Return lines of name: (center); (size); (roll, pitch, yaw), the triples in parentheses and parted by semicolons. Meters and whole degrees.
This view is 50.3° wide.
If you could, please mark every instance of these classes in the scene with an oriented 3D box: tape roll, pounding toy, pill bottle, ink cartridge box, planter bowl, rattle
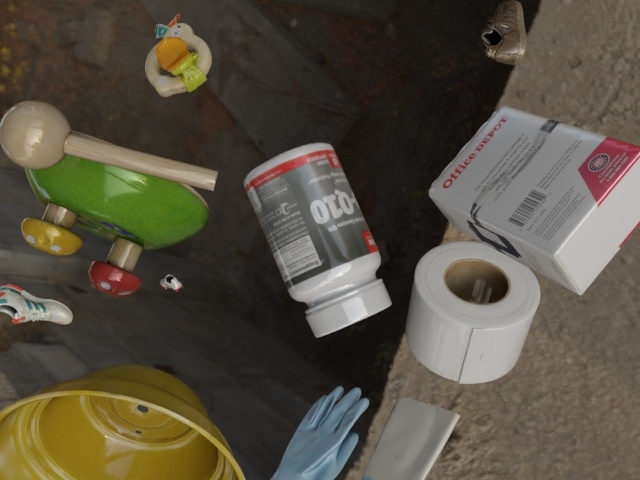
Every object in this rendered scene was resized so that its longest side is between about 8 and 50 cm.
tape roll: (0.302, 0.141, 1.379); (0.246, 0.246, 0.169); (43, 145, 36)
pounding toy: (-0.201, -0.018, 0.614); (0.237, 0.183, 0.110); (149, 143, -72)
pill bottle: (0.000, 0.000, 1.104); (0.161, 0.161, 0.283); (-27, 84, 35)
ink cartridge box: (0.288, -0.063, 0.902); (0.172, 0.100, 0.237); (-49, 39, -4)
planter bowl: (-0.162, 0.172, 0.580); (0.217, 0.217, 0.090); (-43, 21, 28)
rattle: (-0.280, -0.369, 1.223); (0.130, 0.143, 0.199); (-21, 64, 22)

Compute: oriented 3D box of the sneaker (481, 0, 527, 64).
sneaker: (0.332, -0.392, 1.255); (0.188, 0.071, 0.066); (-85, 2, -46)

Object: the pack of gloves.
pack of gloves: (0.027, 0.266, 0.708); (0.195, 0.046, 0.232); (5, 56, 48)

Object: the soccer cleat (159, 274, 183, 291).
soccer cleat: (-0.329, 0.088, 1.482); (0.029, 0.035, 0.083); (-43, 31, -24)

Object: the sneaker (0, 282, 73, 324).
sneaker: (-0.603, 0.152, 1.420); (0.057, 0.161, 0.075); (-52, 19, 37)
